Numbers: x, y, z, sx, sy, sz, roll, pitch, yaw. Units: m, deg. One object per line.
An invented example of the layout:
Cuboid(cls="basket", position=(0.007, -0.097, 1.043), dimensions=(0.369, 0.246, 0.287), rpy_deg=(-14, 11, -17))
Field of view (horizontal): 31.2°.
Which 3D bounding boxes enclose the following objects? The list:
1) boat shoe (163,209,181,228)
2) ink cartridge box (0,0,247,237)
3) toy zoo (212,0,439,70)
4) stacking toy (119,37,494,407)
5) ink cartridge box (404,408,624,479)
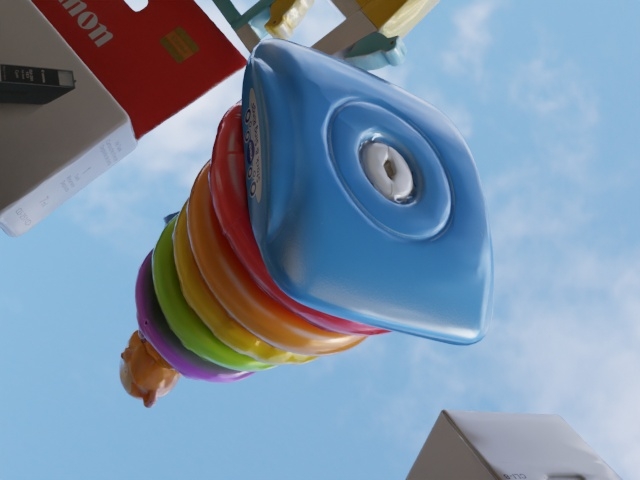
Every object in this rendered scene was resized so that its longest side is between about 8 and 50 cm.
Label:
Cuboid(cls="boat shoe", position=(0.000, 0.000, 0.962), dimensions=(0.258, 0.109, 0.089), rpy_deg=(-5, -88, -6))
Cuboid(cls="ink cartridge box", position=(-0.253, -0.194, 0.990), dimensions=(0.261, 0.066, 0.296), rpy_deg=(-39, -102, -12))
Cuboid(cls="toy zoo", position=(0.002, -0.238, 1.004), dimensions=(0.192, 0.030, 0.293), rpy_deg=(-37, -130, 3))
Cuboid(cls="stacking toy", position=(-0.051, 0.028, 0.725), dimensions=(0.302, 0.166, 0.175), rpy_deg=(-37, -133, 42))
Cuboid(cls="ink cartridge box", position=(0.131, 0.229, 0.838), dimensions=(0.127, 0.128, 0.176), rpy_deg=(51, -56, 47))
